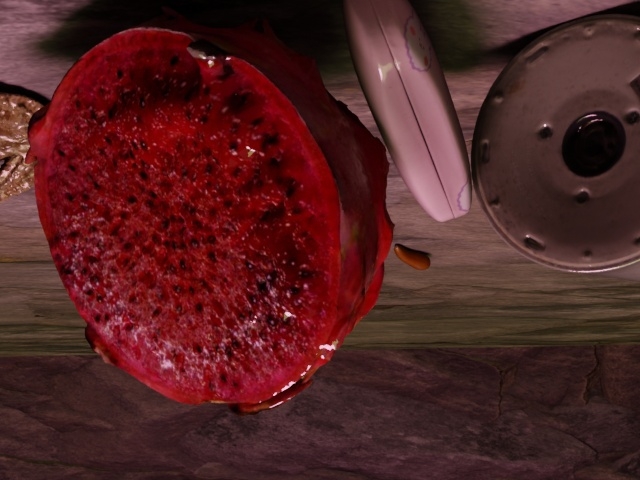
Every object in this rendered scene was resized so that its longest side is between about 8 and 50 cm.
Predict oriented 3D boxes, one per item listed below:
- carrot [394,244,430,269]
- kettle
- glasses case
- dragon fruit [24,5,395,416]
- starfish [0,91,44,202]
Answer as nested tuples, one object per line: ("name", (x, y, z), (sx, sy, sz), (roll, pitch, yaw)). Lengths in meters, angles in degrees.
("carrot", (0.179, 0.034, 1.884), (0.035, 0.035, 0.142), (-11, 159, 34))
("kettle", (0.400, -0.100, 1.032), (0.361, 0.250, 0.377), (-40, 151, 24))
("glasses case", (0.087, -0.127, 0.906), (0.075, 0.113, 0.297), (-21, 144, 7))
("dragon fruit", (-0.087, -0.039, 0.942), (0.386, 0.371, 0.249), (33, -151, 21))
("starfish", (-0.330, -0.100, 1.132), (0.327, 0.094, 0.375), (27, 140, -31))
